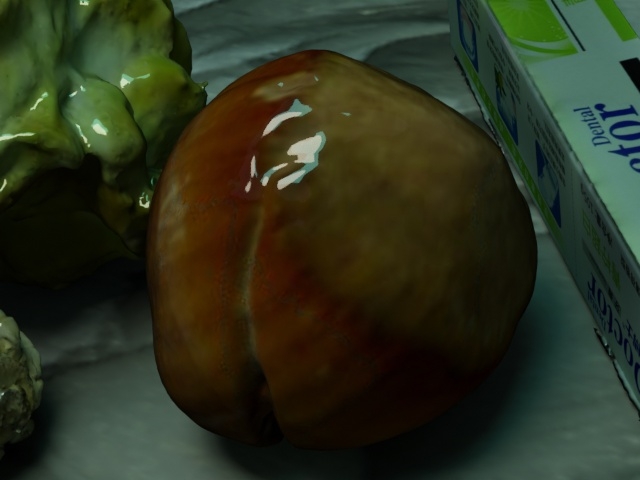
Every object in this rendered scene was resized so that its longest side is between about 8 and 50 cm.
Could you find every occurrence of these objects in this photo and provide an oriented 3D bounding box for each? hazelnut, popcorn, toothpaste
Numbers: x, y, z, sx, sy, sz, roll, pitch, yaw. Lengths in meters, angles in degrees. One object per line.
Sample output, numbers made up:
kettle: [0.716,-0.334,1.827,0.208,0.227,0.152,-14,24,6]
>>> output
hazelnut: [0.000,0.000,0.804,0.182,0.182,0.182,-9,39,7]
popcorn: [-0.169,-0.066,0.905,0.221,0.204,0.183,4,66,-38]
toothpaste: [0.132,-0.045,0.882,0.067,0.081,0.336,-14,39,-5]

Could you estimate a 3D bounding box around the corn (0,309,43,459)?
corn: [-0.225,0.058,0.878,0.211,0.087,0.087,8,44,34]
